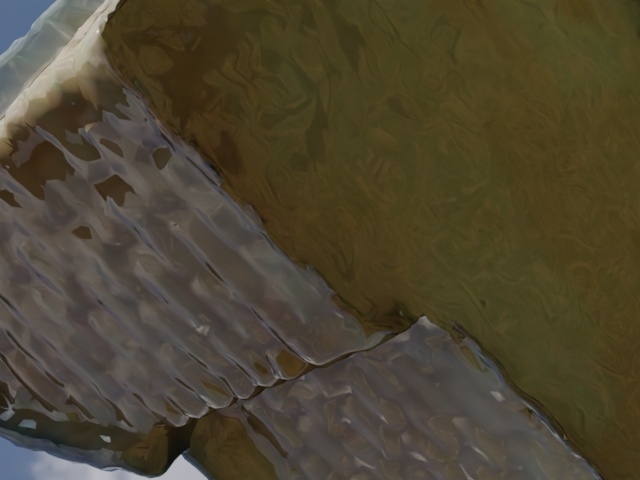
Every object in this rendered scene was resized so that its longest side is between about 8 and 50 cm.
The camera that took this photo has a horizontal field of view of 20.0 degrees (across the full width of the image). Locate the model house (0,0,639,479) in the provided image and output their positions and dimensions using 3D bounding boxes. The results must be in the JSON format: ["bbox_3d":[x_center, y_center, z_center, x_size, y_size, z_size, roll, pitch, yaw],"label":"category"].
[{"bbox_3d":[0.000,0.000,1.131,0.445,0.400,0.395,44,-135,-13],"label":"model house"}]
